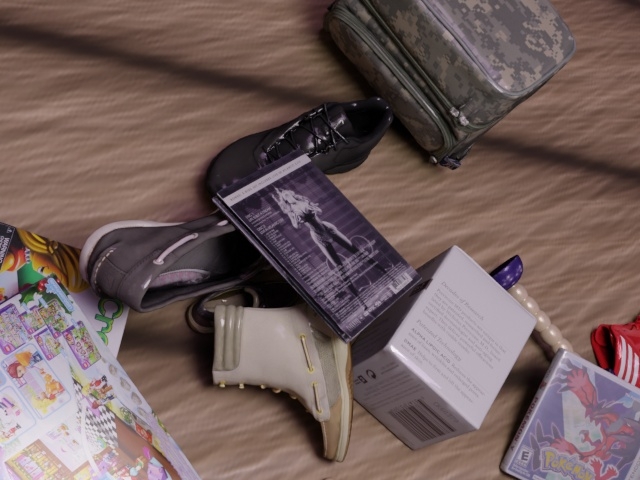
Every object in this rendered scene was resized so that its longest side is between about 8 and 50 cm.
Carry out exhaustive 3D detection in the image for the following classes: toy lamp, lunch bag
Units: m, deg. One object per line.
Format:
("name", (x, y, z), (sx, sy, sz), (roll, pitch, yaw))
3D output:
("toy lamp", (0.338, 0.149, 1.341), (0.080, 0.080, 0.275), (-36, 87, -34))
("lunch bag", (0.162, -0.274, 1.315), (0.305, 0.256, 0.212), (50, 58, -1))

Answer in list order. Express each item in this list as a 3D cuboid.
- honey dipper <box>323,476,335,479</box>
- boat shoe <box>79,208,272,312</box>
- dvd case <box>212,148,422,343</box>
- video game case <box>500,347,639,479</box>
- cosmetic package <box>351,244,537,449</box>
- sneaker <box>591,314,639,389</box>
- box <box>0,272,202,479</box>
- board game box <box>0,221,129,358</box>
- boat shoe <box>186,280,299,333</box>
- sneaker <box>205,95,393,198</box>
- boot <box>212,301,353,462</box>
("honey dipper", (-0.022, 0.342, 1.093), (0.030, 0.030, 0.161), (39, 55, -9))
("boat shoe", (-0.117, 0.019, 1.088), (0.095, 0.112, 0.335), (35, 31, 31))
("dvd case", (0.000, 0.000, 1.093), (0.221, 0.018, 0.164), (47, 42, 7))
("video game case", (0.367, 0.269, 1.287), (0.201, 0.023, 0.183), (28, 88, -15))
("cosmetic package", (0.144, 0.138, 1.194), (0.151, 0.151, 0.184), (42, 55, -6))
("sneaker", (0.490, 0.131, 1.425), (0.128, 0.087, 0.221), (35, 56, -13))
("box", (-0.268, 0.205, 0.935), (0.201, 0.057, 0.293), (-35, 90, -36))
("board game box", (-0.323, 0.141, 0.998), (0.193, 0.053, 0.305), (20, 61, -21))
("boat shoe", (-0.087, 0.079, 1.155), (0.152, 0.049, 0.056), (-15, 79, -32))
("sneaker", (-0.024, -0.124, 1.227), (0.286, 0.130, 0.109), (-31, 87, -33))
("boot", (-0.043, 0.167, 1.116), (0.165, 0.077, 0.213), (-2, 113, 2))
